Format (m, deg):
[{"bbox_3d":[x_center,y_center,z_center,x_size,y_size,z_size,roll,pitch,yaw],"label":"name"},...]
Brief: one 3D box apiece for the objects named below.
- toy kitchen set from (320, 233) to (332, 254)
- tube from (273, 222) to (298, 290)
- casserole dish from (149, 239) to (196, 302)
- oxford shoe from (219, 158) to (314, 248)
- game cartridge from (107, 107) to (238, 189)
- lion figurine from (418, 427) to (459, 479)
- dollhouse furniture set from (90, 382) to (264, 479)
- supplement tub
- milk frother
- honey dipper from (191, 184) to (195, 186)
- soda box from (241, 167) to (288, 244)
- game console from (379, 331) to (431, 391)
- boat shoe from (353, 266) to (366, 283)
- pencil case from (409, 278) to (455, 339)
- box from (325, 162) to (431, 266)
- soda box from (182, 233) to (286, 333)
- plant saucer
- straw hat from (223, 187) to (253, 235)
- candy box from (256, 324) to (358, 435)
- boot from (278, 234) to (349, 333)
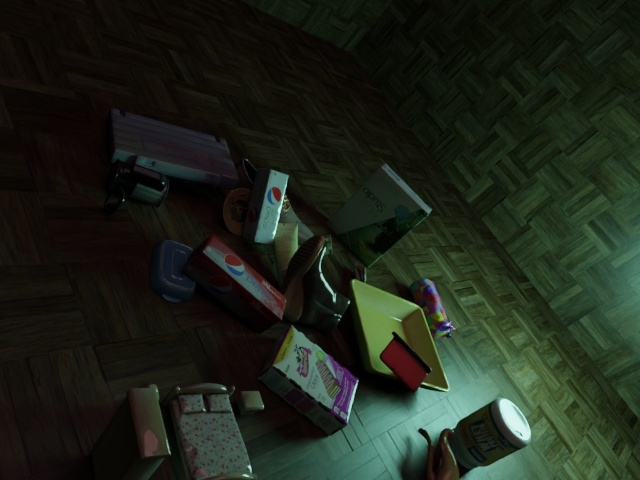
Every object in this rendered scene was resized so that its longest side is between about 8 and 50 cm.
[{"bbox_3d":[0.000,0.000,1.709,0.068,0.083,0.075,-8,45,-3],"label":"toy kitchen set"},{"bbox_3d":[-0.100,0.045,1.498,0.070,0.062,0.240,34,37,-47],"label":"tube"},{"bbox_3d":[-0.351,0.067,1.227,0.114,0.037,0.188,23,37,-31],"label":"casserole dish"},{"bbox_3d":[-0.146,-0.106,1.590,0.364,0.133,0.130,39,30,-10],"label":"oxford shoe"},{"bbox_3d":[-0.426,-0.257,1.463,0.355,0.068,0.230,11,42,-33],"label":"game cartridge"},{"bbox_3d":[0.378,0.680,1.290,0.392,0.142,0.240,36,36,13],"label":"lion figurine"},{"bbox_3d":[-0.182,0.366,0.885,0.356,0.173,0.303,12,36,-41],"label":"dollhouse furniture set"},{"bbox_3d":[0.486,0.564,1.466,0.144,0.199,0.144,31,32,-22],"label":"supplement tub"},{"bbox_3d":[-0.465,-0.116,1.273,0.135,0.129,0.143,22,80,-34],"label":"milk frother"},{"bbox_3d":[-0.433,-0.201,1.463,0.161,0.030,0.030,24,36,-28],"label":"honey dipper"},{"bbox_3d":[-0.164,-0.101,1.493,0.074,0.216,0.069,12,2,-44],"label":"soda box"},{"bbox_3d":[0.240,0.348,1.461,0.144,0.085,0.124,46,-1,2],"label":"game console"},{"bbox_3d":[0.133,0.142,1.717,0.043,0.049,0.137,-1,39,6],"label":"boat shoe"},{"bbox_3d":[0.408,0.251,1.859,0.105,0.104,0.236,20,37,-36],"label":"pencil case"},{"bbox_3d":[0.199,-0.083,1.795,0.232,0.322,0.058,45,35,2],"label":"box"},{"bbox_3d":[-0.208,0.111,1.259,0.263,0.083,0.092,43,26,-19],"label":"soda box"},{"bbox_3d":[0.223,0.312,1.577,0.333,0.081,0.332,24,35,-31],"label":"plant saucer"},{"bbox_3d":[-0.248,-0.090,1.508,0.145,0.144,0.061,10,3,-45],"label":"straw hat"},{"bbox_3d":[-0.025,0.342,1.248,0.233,0.071,0.159,39,31,-8],"label":"candy box"},{"bbox_3d":[0.001,0.125,1.404,0.207,0.248,0.090,27,3,-32],"label":"boot"}]
